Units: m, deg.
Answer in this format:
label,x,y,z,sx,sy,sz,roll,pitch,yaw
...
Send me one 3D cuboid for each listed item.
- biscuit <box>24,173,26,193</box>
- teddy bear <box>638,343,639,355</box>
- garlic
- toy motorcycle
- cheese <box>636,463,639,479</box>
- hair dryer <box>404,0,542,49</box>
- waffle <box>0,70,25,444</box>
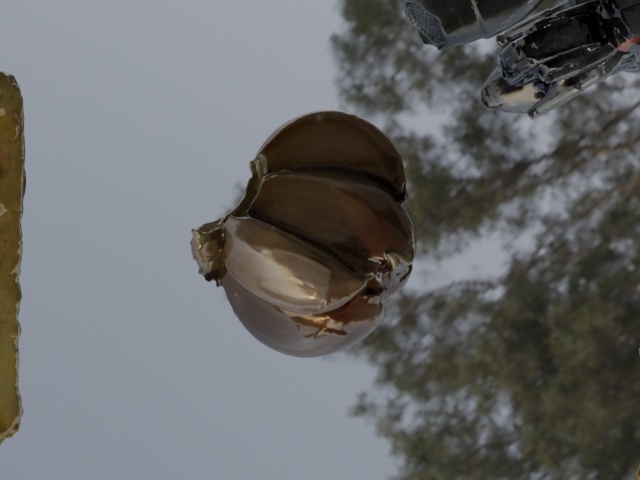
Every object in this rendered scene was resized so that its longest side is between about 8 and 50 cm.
label,x,y,z,sx,sy,sz,roll,pitch,yaw
biscuit,-0.258,-0.015,1.114,0.140,0.023,0.118,-42,-64,-6
teddy bear,0.378,0.085,0.829,0.367,0.224,0.357,-7,-148,-4
garlic,0.000,0.000,1.529,0.191,0.160,0.214,20,-132,12
toy motorcycle,0.292,-0.191,1.449,0.307,0.173,0.108,-20,-99,-4
cheese,0.308,0.133,1.007,0.126,0.171,0.093,31,-110,-38
hair dryer,0.114,-0.274,1.381,0.235,0.091,0.272,-40,-138,-16
waffle,-0.249,0.031,0.995,0.057,0.274,0.168,13,-160,28
